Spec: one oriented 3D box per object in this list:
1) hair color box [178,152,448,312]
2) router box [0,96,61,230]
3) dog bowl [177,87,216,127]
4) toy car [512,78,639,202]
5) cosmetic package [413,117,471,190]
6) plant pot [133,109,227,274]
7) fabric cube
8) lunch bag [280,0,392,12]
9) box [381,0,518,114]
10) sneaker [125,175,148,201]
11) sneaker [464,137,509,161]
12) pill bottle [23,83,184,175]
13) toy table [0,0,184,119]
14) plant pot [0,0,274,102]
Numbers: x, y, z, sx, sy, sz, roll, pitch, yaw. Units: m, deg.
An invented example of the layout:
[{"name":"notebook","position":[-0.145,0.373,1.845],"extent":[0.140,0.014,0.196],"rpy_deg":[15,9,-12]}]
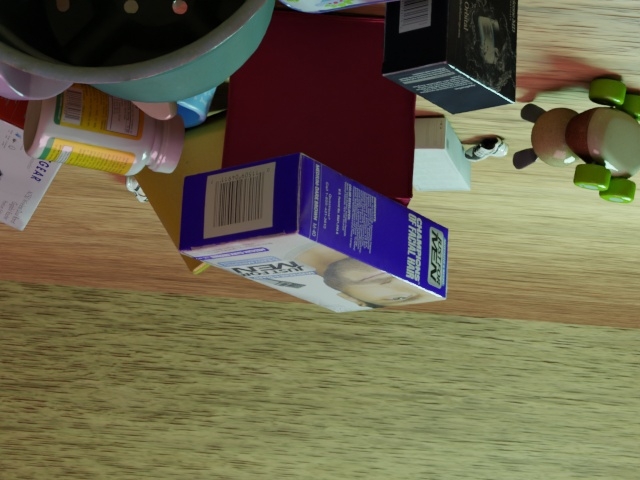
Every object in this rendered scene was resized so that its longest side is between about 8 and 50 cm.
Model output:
[{"name":"hair color box","position":[0.000,0.000,1.714],"extent":[0.185,0.110,0.339],"rpy_deg":[-9,161,35]},{"name":"router box","position":[-0.543,-0.166,2.058],"extent":[0.301,0.082,0.335],"rpy_deg":[25,151,-13]},{"name":"dog bowl","position":[-0.277,-0.236,1.975],"extent":[0.166,0.074,0.297],"rpy_deg":[-6,163,38]},{"name":"toy car","position":[0.371,-0.148,1.999],"extent":[0.188,0.155,0.149],"rpy_deg":[6,171,42]},{"name":"cosmetic package","position":[0.184,-0.142,2.255],"extent":[0.099,0.060,0.239],"rpy_deg":[-1,166,15]},{"name":"plant pot","position":[-0.135,-0.104,2.120],"extent":[0.187,0.212,0.212],"rpy_deg":[-26,-174,32]},{"name":"fabric cube","position":[-0.004,-0.150,1.855],"extent":[0.254,0.259,0.258],"rpy_deg":[5,165,-1]},{"name":"lunch bag","position":[0.033,-0.318,1.473],"extent":[0.219,0.090,0.176],"rpy_deg":[-3,164,29]},{"name":"box","position":[0.155,-0.249,1.589],"extent":[0.093,0.156,0.158],"rpy_deg":[-7,163,37]},{"name":"sneaker","position":[-0.344,-0.101,2.656],"extent":[0.043,0.040,0.109],"rpy_deg":[-1,166,15]},{"name":"sneaker","position":[0.272,-0.155,2.252],"extent":[0.083,0.032,0.037],"rpy_deg":[-12,146,37]},{"name":"pill bottle","position":[-0.303,-0.156,1.904],"extent":[0.208,0.118,0.117],"rpy_deg":[10,166,-24]},{"name":"toy table","position":[-0.261,-0.255,1.549],"extent":[0.160,0.274,0.252],"rpy_deg":[-1,126,17]},{"name":"plant pot","position":[-0.173,-0.282,1.253],"extent":[0.341,0.341,0.334],"rpy_deg":[4,176,2]}]
